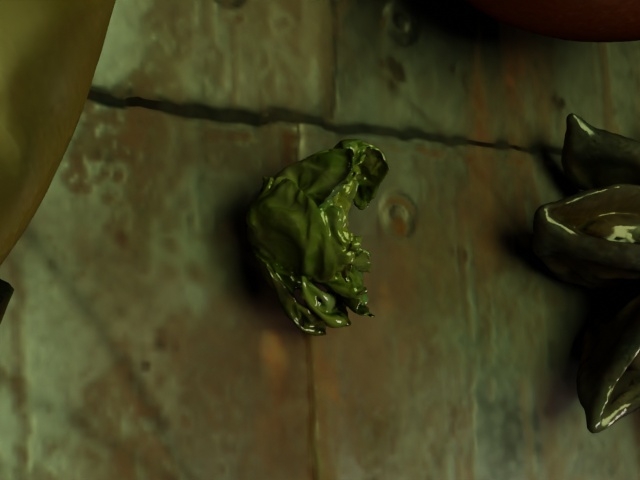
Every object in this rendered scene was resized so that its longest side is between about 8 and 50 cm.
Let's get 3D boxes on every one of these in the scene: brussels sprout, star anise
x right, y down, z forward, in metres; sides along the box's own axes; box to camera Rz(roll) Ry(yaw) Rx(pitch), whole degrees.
[{"bbox_3d":[0.000,0.000,0.556,0.085,0.058,0.085,-9,90,-71],"label":"brussels sprout"},{"bbox_3d":[0.192,0.025,0.682,0.212,0.073,0.196,-9,82,-35],"label":"star anise"}]

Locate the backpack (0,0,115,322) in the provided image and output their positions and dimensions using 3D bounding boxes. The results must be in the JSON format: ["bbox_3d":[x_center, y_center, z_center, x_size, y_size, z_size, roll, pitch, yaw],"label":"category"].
[{"bbox_3d":[-0.219,-0.112,0.322,0.378,0.201,0.353,32,59,-31],"label":"backpack"}]

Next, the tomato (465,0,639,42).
[{"bbox_3d":[0.139,-0.221,0.608,0.256,0.225,0.255,3,85,-43],"label":"tomato"}]
